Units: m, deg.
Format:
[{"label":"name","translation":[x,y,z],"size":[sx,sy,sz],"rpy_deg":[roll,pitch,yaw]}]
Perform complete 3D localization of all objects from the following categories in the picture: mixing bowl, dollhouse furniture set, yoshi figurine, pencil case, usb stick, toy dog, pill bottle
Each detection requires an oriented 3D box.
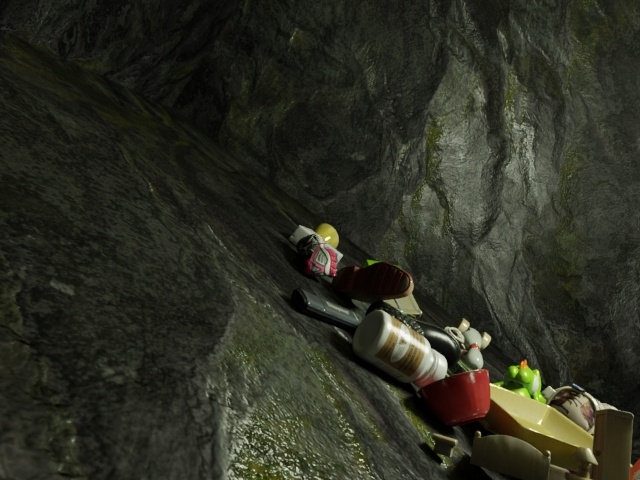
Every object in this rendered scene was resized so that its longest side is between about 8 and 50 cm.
[{"label":"mixing bowl","translation":[0.337,0.390,1.139],"size":[0.181,0.181,0.098],"rpy_deg":[27,41,-51]},{"label":"dollhouse furniture set","translation":[0.445,0.415,1.014],"size":[0.355,0.174,0.303],"rpy_deg":[9,-18,22]},{"label":"yoshi figurine","translation":[0.740,0.588,1.751],"size":[0.362,0.203,0.203],"rpy_deg":[47,25,-46]},{"label":"pencil case","translation":[0.916,0.609,1.616],"size":[0.410,0.160,0.183],"rpy_deg":[30,24,-40]},{"label":"usb stick","translation":[0.028,0.195,1.283],"size":[0.278,0.045,0.077],"rpy_deg":[30,9,-43]},{"label":"toy dog","translation":[0.623,0.475,2.029],"size":[0.220,0.161,0.333],"rpy_deg":[43,24,24]},{"label":"dollhouse furniture set","translation":[0.286,0.249,2.050],"size":[0.197,0.151,0.301],"rpy_deg":[10,37,-25]},{"label":"pill bottle","translation":[0.206,0.287,1.201],"size":[0.229,0.131,0.131],"rpy_deg":[34,8,-17]}]

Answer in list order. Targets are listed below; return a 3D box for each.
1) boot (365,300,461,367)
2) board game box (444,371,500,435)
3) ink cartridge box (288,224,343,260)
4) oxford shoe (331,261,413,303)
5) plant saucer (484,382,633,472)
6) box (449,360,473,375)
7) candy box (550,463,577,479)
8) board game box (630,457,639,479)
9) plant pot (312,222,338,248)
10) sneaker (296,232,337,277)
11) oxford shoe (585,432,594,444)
[{"label":"boot","translation":[0.289,0.310,1.408],"size":[0.348,0.131,0.260],"rpy_deg":[25,1,-2]},{"label":"board game box","translation":[0.468,0.499,1.473],"size":[0.124,0.039,0.259],"rpy_deg":[32,6,-34]},{"label":"ink cartridge box","translation":[-0.019,0.030,1.949],"size":[0.190,0.082,0.139],"rpy_deg":[41,9,20]},{"label":"oxford shoe","translation":[0.195,0.154,1.598],"size":[0.130,0.123,0.348],"rpy_deg":[39,-21,-31]},{"label":"plant saucer","translation":[0.575,0.504,1.265],"size":[0.333,0.081,0.333],"rpy_deg":[22,2,-10]},{"label":"box","translation":[0.499,0.462,1.552],"size":[0.184,0.045,0.191],"rpy_deg":[36,7,-22]},{"label":"candy box","translation":[0.749,0.686,1.432],"size":[0.159,0.071,0.233],"rpy_deg":[41,10,30]},{"label":"board game box","translation":[0.799,0.671,1.116],"size":[0.316,0.242,0.064],"rpy_deg":[33,9,-20]},{"label":"plant pot","translation":[0.000,0.000,2.109],"size":[0.134,0.134,0.095],"rpy_deg":[38,34,15]},{"label":"sneaker","translation":[-0.035,0.046,1.680],"size":[0.112,0.121,0.299],"rpy_deg":[1,12,-19]},{"label":"oxford shoe","translation":[0.788,0.618,1.371],"size":[0.097,0.098,0.271],"rpy_deg":[42,10,34]}]
